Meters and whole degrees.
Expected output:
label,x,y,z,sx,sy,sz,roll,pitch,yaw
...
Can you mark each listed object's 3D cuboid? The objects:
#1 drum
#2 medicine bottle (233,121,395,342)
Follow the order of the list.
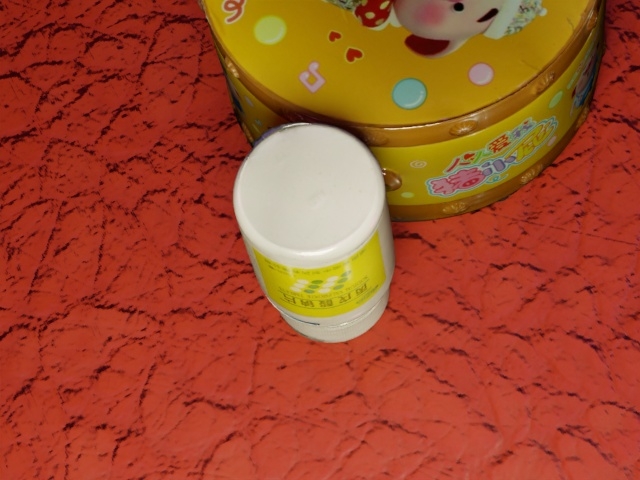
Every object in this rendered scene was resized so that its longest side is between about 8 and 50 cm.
label,x,y,z,sx,sy,sz,roll,pitch,yaw
drum,0.088,-0.248,1.910,0.431,0.214,0.431,-3,67,6
medicine bottle,0.000,0.000,1.791,0.143,0.258,0.143,-2,69,5
